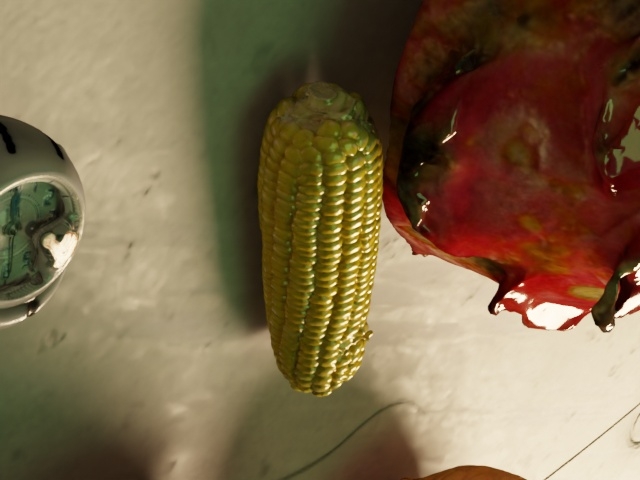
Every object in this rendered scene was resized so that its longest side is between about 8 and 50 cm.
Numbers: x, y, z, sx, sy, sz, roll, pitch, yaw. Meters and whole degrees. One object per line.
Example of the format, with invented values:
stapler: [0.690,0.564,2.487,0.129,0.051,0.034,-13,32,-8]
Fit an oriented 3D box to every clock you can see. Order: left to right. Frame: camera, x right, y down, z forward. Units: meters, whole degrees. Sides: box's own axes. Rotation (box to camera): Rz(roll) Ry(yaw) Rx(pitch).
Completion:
clock: [-0.175,-0.020,0.839,0.176,0.080,0.117,-13,128,-42]

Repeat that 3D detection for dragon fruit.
dragon fruit: [0.222,-0.096,1.099,0.371,0.249,0.386,-54,154,1]

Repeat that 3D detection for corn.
corn: [0.000,0.000,1.075,0.067,0.067,0.206,-31,139,-31]

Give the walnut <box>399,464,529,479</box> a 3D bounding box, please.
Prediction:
walnut: [0.099,0.246,1.310,0.193,0.193,0.226,-52,136,-4]
